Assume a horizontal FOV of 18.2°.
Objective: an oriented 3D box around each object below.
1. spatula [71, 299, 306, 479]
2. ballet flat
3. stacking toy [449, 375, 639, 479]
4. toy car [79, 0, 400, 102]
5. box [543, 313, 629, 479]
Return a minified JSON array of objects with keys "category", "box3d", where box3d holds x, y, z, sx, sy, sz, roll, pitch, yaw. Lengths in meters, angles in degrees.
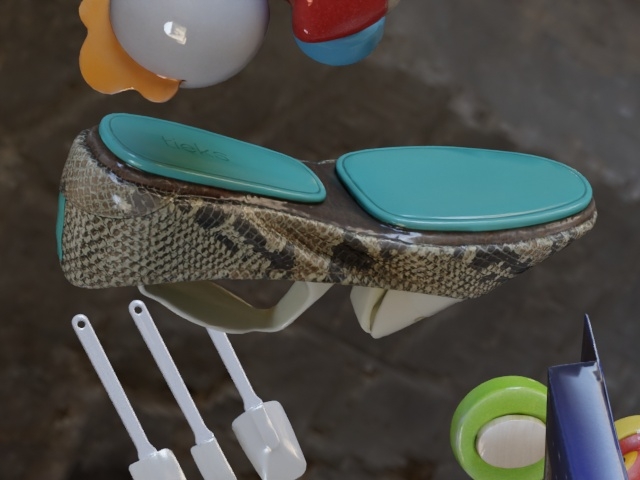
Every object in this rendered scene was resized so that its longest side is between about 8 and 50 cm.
[{"category":"spatula","box3d":[-0.133,0.156,1.987,0.168,0.242,0.019,-25,-8,-14]},{"category":"ballet flat","box3d":[0.000,0.000,1.718,0.164,0.483,0.182,-122,42,-52]},{"category":"stacking toy","box3d":[0.248,0.314,2.192,0.309,0.279,0.130,-59,16,12]},{"category":"toy car","box3d":[-0.082,-0.198,1.417,0.238,0.210,0.219,-35,-16,-15]},{"category":"box","box3d":[0.158,0.169,1.148,0.136,0.036,0.225,84,179,-51]}]
